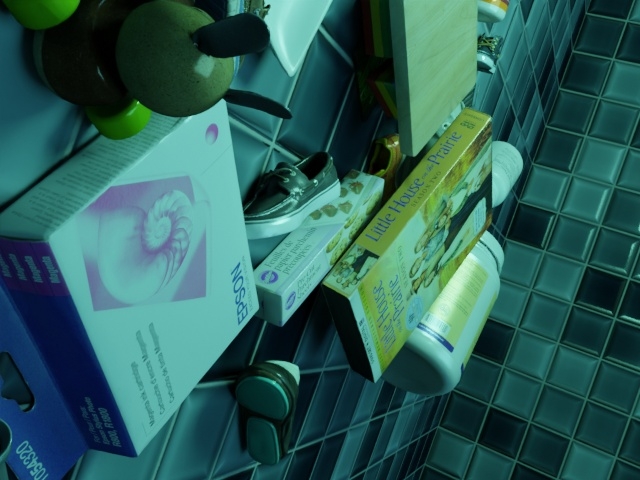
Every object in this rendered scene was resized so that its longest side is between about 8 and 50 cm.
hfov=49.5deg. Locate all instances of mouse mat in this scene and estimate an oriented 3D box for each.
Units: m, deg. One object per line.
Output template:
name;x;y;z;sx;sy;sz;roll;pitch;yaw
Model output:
mouse mat;0.103;-0.303;1.118;0.190;0.007;0.153;-57;154;-27

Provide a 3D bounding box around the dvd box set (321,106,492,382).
dvd box set;0.172;0.014;1.218;0.420;0.062;0.308;-49;148;-23

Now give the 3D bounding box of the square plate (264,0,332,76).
square plate;-0.027;-0.399;0.687;0.344;0.049;0.347;-65;157;-11

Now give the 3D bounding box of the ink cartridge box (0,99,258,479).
ink cartridge box;-0.186;0.061;0.678;0.330;0.071;0.324;-53;153;-38

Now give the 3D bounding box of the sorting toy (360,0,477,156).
sorting toy;0.156;-0.309;1.088;0.257;0.089;0.255;-49;143;-38

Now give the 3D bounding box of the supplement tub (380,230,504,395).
supplement tub;0.235;0.132;1.470;0.331;0.241;0.241;-57;154;-30

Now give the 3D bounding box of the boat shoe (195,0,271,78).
boat shoe;-0.078;-0.205;0.629;0.066;0.066;0.183;-43;177;-20

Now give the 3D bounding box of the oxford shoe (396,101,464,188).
oxford shoe;0.232;-0.197;1.344;0.169;0.130;0.449;-32;135;-52

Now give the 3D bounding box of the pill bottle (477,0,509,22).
pill bottle;0.304;-0.518;1.251;0.121;0.121;0.221;-7;114;-65

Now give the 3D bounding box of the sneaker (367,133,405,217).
sneaker;0.107;-0.106;1.241;0.067;0.064;0.175;-19;123;-38

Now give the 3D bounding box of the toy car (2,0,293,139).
toy car;-0.107;-0.151;0.523;0.149;0.188;0.155;-61;156;-21

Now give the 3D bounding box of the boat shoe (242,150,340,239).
boat shoe;-0.041;-0.067;0.901;0.228;0.080;0.076;-32;119;-52

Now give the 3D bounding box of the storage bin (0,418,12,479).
storage bin;-0.294;0.200;0.522;0.135;0.098;0.091;-50;161;-40

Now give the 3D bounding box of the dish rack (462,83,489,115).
dish rack;0.330;-0.226;1.614;0.208;0.074;0.271;-45;146;-48

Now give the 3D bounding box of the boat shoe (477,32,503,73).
boat shoe;0.368;-0.428;1.555;0.183;0.065;0.083;-21;126;-70

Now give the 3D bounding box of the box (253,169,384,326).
box;0.000;0.000;1.055;0.324;0.063;0.067;-47;149;-43

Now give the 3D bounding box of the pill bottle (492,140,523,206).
pill bottle;0.447;-0.161;1.857;0.229;0.131;0.131;-47;148;-43

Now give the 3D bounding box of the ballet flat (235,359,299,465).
ballet flat;-0.078;0.241;1.057;0.280;0.095;0.096;99;13;-49
